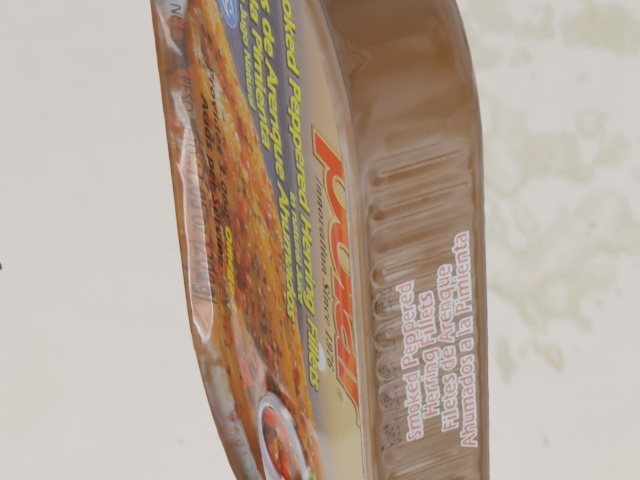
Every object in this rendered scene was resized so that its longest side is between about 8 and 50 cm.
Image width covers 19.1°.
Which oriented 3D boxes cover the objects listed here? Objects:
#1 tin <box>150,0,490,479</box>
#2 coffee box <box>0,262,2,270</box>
[{"bbox_3d":[0.000,0.000,0.425,0.040,0.189,0.106,-15,-145,-16],"label":"tin"},{"bbox_3d":[-0.211,0.019,0.606,0.119,0.297,0.168,-22,-105,-27],"label":"coffee box"}]
